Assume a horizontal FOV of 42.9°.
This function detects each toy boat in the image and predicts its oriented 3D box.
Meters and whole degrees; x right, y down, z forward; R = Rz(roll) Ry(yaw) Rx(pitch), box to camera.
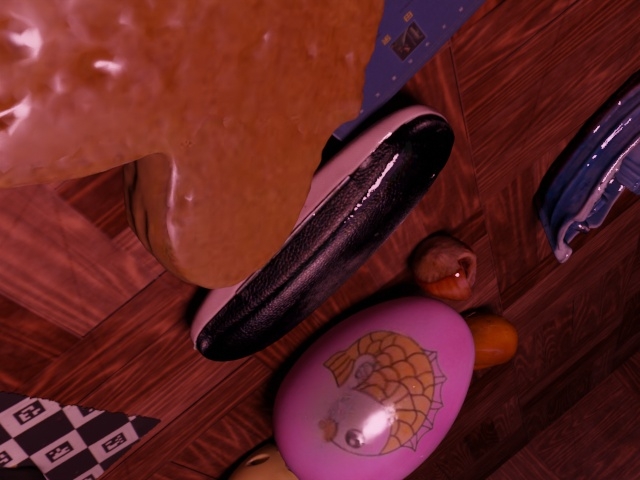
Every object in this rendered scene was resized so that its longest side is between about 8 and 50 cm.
[{"bbox_3d":[0.399,-0.095,1.040,0.309,0.142,0.129,-52,152,18],"label":"toy boat"}]

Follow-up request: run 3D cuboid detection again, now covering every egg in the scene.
[{"bbox_3d":[0.065,0.181,0.978,0.271,0.196,0.196,-53,155,-16],"label":"egg"}]

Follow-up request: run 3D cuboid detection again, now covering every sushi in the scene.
[{"bbox_3d":[-0.315,0.272,0.786,0.290,0.050,0.264,-43,152,3],"label":"sushi"}]

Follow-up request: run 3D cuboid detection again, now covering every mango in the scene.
[{"bbox_3d":[0.228,0.155,1.255,0.160,0.084,0.105,7,146,-29],"label":"mango"}]

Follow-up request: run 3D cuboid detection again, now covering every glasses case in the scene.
[{"bbox_3d":[0.000,0.000,0.749,0.314,0.075,0.122,-46,161,17],"label":"glasses case"}]

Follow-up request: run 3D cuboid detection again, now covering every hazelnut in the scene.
[{"bbox_3d":[0.151,0.035,0.980,0.086,0.086,0.086,-30,150,-19],"label":"hazelnut"}]

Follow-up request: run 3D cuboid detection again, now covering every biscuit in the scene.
[{"bbox_3d":[-0.122,-0.130,0.359,0.394,0.076,0.368,-13,124,-40],"label":"biscuit"}]

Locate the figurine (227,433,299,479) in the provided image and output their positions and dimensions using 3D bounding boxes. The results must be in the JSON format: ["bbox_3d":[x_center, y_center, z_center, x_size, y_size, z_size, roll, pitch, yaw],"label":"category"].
[{"bbox_3d":[-0.024,0.364,1.199,0.222,0.124,0.325,-50,154,17],"label":"figurine"}]

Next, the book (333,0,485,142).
[{"bbox_3d":[0.022,-0.186,0.576,0.191,0.025,0.269,-45,152,10],"label":"book"}]
